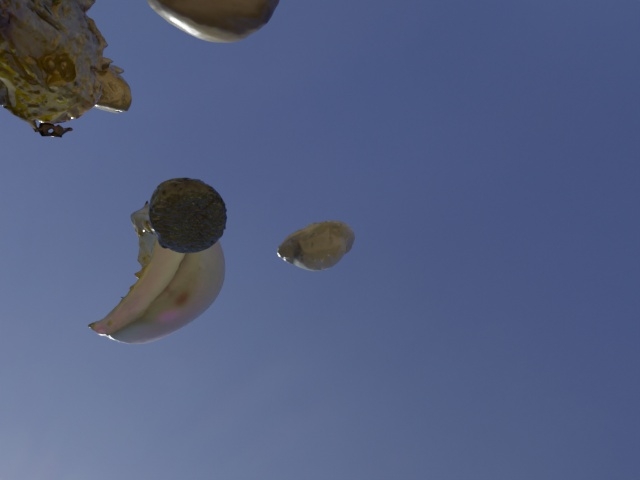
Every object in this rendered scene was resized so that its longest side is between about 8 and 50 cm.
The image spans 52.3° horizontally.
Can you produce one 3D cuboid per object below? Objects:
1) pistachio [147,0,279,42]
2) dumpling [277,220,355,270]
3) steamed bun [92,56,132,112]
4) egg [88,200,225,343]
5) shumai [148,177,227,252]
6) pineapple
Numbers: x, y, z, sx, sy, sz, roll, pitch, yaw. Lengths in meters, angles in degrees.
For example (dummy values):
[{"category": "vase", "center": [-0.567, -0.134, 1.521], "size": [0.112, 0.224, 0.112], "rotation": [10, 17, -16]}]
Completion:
[{"category": "pistachio", "center": [-0.150, -0.341, 0.904], "size": [0.184, 0.124, 0.125], "rotation": [1, -121, -27]}, {"category": "dumpling", "center": [-0.001, 0.001, 0.628], "size": [0.077, 0.059, 0.043], "rotation": [15, -138, -12]}, {"category": "steamed bun", "center": [-0.529, -0.355, 1.365], "size": [0.292, 0.295, 0.137], "rotation": [17, -84, 14]}, {"category": "egg", "center": [-0.249, 0.066, 1.120], "size": [0.206, 0.162, 0.271], "rotation": [-23, -134, 24]}, {"category": "shumai", "center": [-0.183, -0.050, 0.872], "size": [0.098, 0.124, 0.087], "rotation": [-20, -131, -12]}, {"category": "pineapple", "center": [-0.244, -0.194, 0.481], "size": [0.114, 0.186, 0.237], "rotation": [-21, -83, 18]}]
